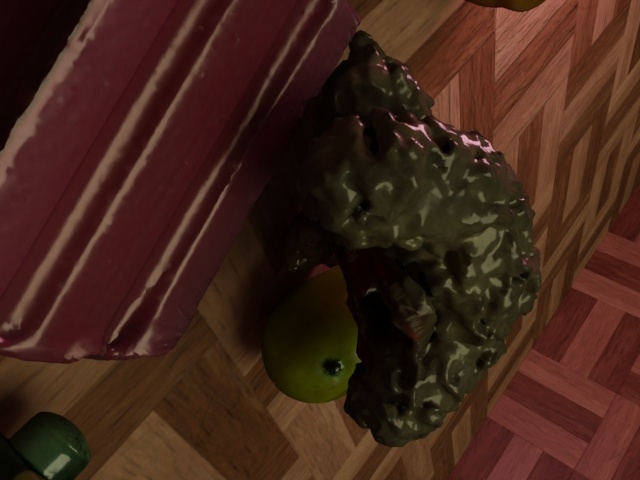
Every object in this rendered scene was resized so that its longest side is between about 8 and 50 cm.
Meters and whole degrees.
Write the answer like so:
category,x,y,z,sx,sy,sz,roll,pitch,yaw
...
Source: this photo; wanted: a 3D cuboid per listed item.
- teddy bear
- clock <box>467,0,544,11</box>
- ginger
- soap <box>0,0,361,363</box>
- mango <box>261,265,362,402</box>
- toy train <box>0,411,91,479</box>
category,x,y,z,sx,sy,sz,roll,pitch,yaw
teddy bear,0.064,-0.036,0.645,0.224,0.367,0.357,-20,129,-9
clock,0.250,-0.431,0.729,0.244,0.200,0.317,-26,142,-41
ginger,0.003,-0.008,0.803,0.096,0.067,0.165,-67,162,8
soap,-0.135,-0.089,0.464,0.359,0.128,0.233,-60,148,-3
mango,0.034,0.107,0.830,0.185,0.149,0.273,-38,175,41
toy train,-0.300,0.332,0.414,0.442,0.272,0.179,-47,144,-24
